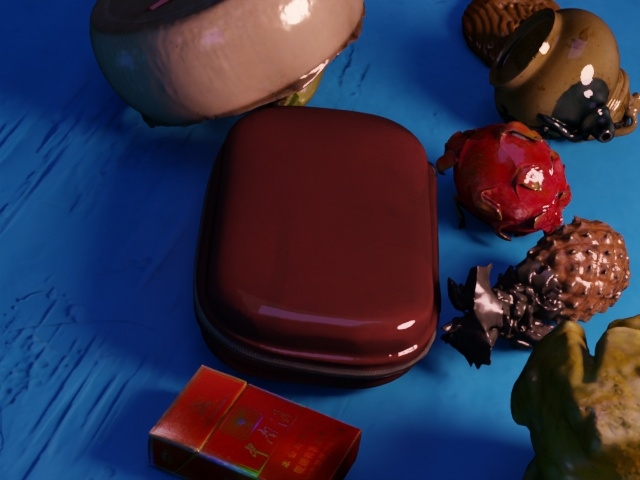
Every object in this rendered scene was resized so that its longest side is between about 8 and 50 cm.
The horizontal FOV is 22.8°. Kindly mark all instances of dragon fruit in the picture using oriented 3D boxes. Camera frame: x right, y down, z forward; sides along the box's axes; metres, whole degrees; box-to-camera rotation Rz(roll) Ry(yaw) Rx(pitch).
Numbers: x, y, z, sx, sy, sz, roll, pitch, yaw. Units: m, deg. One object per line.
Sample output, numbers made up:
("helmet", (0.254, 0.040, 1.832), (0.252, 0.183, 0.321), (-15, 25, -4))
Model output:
("dragon fruit", (0.211, -0.076, 1.818), (0.136, 0.133, 0.166), (-32, 57, -29))

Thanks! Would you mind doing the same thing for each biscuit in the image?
("biscuit", (0.280, -0.286, 2.170), (0.176, 0.031, 0.228), (-7, 41, -17))

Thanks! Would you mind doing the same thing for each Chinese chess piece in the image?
("Chinese chess piece", (-0.111, -0.275, 1.900), (0.338, 0.140, 0.338), (-19, 30, 12))

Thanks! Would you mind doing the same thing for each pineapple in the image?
("pineapple", (0.219, 0.058, 1.670), (0.237, 0.111, 0.119), (-27, 67, -36))

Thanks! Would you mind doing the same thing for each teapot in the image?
("teapot", (0.314, -0.196, 1.983), (0.182, 0.173, 0.269), (35, 19, -18))

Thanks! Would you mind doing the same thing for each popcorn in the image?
("popcorn", (0.276, 0.193, 1.405), (0.225, 0.276, 0.276), (-4, 27, 38))

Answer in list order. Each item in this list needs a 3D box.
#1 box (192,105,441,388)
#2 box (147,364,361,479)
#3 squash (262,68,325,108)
("box", (0.000, 0.000, 1.702), (0.263, 0.108, 0.404), (7, 39, -2))
("box", (-0.062, 0.194, 1.499), (0.175, 0.048, 0.112), (20, 40, 14))
("squash", (-0.033, -0.232, 1.998), (0.094, 0.094, 0.341), (12, 40, 5))
